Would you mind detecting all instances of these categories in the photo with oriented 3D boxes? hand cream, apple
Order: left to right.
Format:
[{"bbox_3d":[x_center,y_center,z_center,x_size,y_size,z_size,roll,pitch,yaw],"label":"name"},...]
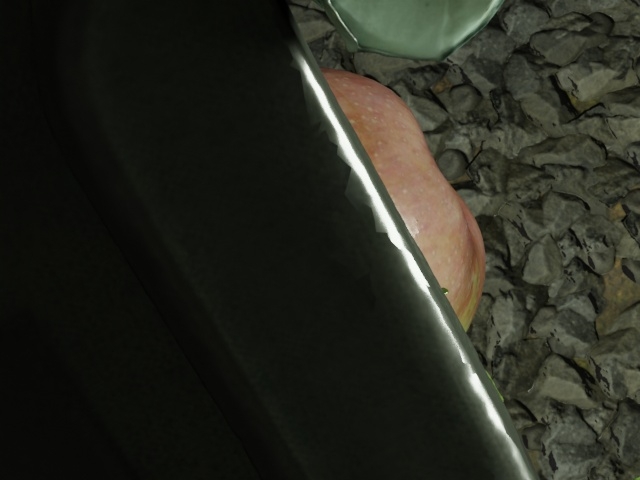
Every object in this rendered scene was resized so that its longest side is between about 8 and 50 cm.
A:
[{"bbox_3d":[-0.002,-0.104,0.494,0.078,0.050,0.205,58,0,-28],"label":"hand cream"},{"bbox_3d":[0.000,0.000,1.417,0.306,0.235,0.306,61,4,-8],"label":"apple"}]

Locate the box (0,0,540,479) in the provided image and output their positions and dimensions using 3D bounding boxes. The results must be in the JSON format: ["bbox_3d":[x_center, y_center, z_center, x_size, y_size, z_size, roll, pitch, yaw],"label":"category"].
[{"bbox_3d":[-0.059,0.046,0.580,0.345,0.204,0.251,61,4,-26],"label":"box"}]

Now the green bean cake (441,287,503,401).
[{"bbox_3d":[-0.002,0.120,0.883,0.214,0.200,0.113,-117,-173,-67],"label":"green bean cake"}]

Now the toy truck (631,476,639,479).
[{"bbox_3d":[0.079,0.224,0.897,0.128,0.259,0.135,61,-11,-31],"label":"toy truck"}]
